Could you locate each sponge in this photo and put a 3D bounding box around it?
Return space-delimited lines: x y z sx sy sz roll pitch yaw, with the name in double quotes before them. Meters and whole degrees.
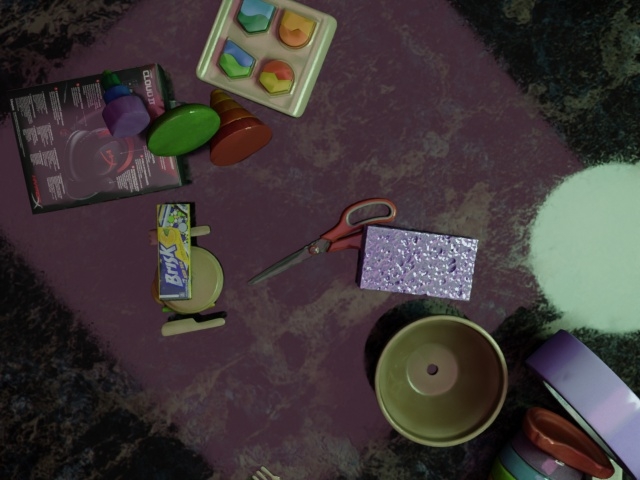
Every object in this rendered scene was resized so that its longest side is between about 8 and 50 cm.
"sponge" 0.176 0.040 1.720 0.210 0.031 0.117 7 98 -9

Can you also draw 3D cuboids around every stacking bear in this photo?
"stacking bear" 0.369 0.463 1.714 0.175 0.164 0.289 28 104 -7

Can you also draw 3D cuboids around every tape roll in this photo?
"tape roll" 0.483 0.284 1.643 0.090 0.275 0.275 -42 95 2

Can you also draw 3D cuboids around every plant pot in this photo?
"plant pot" 0.210 0.244 1.711 0.237 0.110 0.237 0 95 -3

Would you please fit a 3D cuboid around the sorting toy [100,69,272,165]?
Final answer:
"sorting toy" -0.232 -0.220 1.575 0.127 0.365 0.126 -36 69 27

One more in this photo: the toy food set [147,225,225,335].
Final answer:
"toy food set" -0.243 0.072 1.717 0.132 0.038 0.192 -8 84 -7

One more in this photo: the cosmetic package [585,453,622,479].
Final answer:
"cosmetic package" 0.533 0.462 1.777 0.060 0.041 0.115 1 95 -3

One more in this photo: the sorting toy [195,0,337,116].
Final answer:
"sorting toy" -0.097 -0.344 1.685 0.208 0.038 0.193 21 93 -4

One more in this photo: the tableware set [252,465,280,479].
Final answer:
"tableware set" -0.089 0.505 1.761 0.154 0.024 0.104 44 92 -6

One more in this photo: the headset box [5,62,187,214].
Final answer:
"headset box" -0.370 -0.179 1.649 0.293 0.110 0.218 -12 95 -2

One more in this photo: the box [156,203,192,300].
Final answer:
"box" -0.259 0.022 1.673 0.059 0.054 0.169 -2 83 -7

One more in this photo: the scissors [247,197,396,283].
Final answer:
"scissors" 0.000 0.000 1.729 0.297 0.021 0.109 -13 98 0
